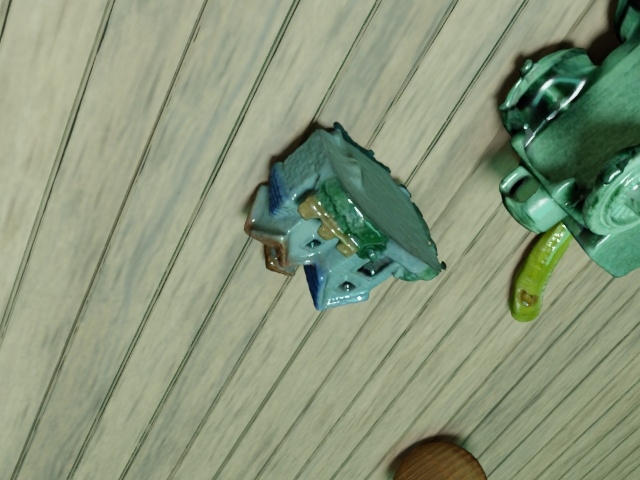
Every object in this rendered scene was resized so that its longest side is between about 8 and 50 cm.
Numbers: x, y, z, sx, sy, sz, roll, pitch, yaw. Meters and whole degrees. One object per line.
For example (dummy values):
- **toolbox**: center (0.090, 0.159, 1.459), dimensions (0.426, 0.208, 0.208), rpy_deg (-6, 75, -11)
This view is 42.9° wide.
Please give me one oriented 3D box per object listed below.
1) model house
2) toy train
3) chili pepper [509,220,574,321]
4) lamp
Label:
- **model house**: center (0.000, 0.000, 0.701), dimensions (0.148, 0.119, 0.148), rpy_deg (-36, 139, 25)
- **toy train**: center (0.301, -0.101, 0.697), dimensions (0.299, 0.167, 0.238), rpy_deg (-41, 143, 20)
- **chili pepper**: center (0.246, 0.022, 0.891), dimensions (0.049, 0.043, 0.208), rpy_deg (4, 133, -13)
- **lamp**: center (0.165, 0.346, 1.129), dimensions (0.136, 0.136, 0.136), rpy_deg (-14, 138, -12)
